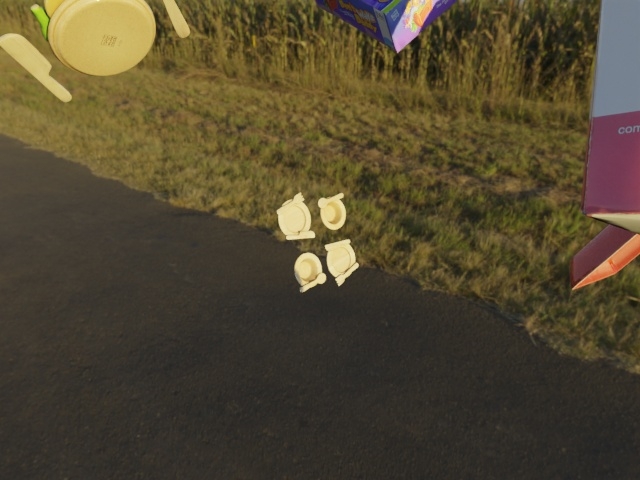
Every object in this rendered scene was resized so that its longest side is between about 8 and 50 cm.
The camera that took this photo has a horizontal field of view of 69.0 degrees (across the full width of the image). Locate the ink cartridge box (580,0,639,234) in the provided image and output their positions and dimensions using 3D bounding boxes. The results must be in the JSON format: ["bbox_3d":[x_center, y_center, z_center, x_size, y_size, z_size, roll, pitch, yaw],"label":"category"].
[{"bbox_3d":[0.285,-0.144,0.325,0.207,0.282,0.117,5,1,-44],"label":"ink cartridge box"}]

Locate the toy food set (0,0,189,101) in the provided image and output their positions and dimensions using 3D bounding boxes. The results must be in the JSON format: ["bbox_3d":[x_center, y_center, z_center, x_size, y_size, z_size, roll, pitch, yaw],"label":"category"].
[{"bbox_3d":[-0.259,-0.252,0.549,0.192,0.132,0.038,-31,74,-6],"label":"toy food set"}]

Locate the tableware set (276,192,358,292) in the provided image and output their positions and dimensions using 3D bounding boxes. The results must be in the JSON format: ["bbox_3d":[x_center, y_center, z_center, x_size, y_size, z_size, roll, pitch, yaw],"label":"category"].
[{"bbox_3d":[0.000,0.000,0.763,0.141,0.168,0.020,-20,10,-38],"label":"tableware set"}]

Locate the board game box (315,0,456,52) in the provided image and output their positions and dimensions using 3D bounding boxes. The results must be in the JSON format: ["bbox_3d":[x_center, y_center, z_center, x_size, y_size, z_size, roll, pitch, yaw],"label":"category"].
[{"bbox_3d":[0.173,-0.495,0.773,0.347,0.078,0.233,-42,55,-1],"label":"board game box"}]

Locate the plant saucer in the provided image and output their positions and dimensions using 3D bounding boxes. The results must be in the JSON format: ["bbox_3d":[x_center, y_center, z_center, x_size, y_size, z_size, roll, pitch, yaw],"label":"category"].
[{"bbox_3d":[0.569,-0.027,0.823,0.259,0.259,0.047,-5,50,-43],"label":"plant saucer"}]
